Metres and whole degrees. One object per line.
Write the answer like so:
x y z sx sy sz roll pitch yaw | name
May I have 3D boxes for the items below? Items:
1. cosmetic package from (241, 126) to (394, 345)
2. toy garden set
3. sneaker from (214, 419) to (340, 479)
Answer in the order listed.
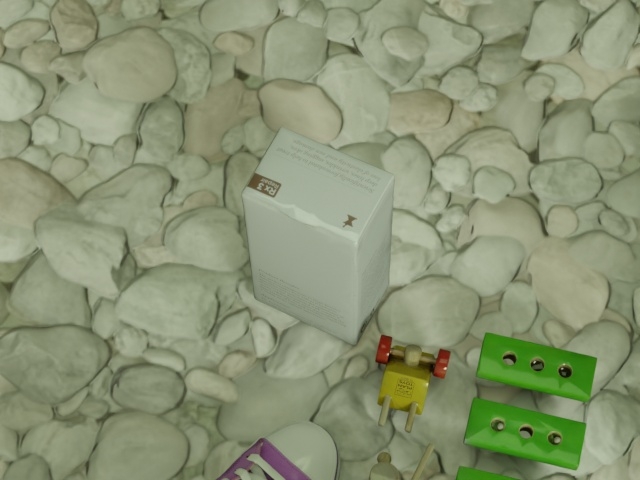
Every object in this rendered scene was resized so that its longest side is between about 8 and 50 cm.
0.000 0.000 1.621 0.117 0.231 0.085 24 66 11 | cosmetic package
0.133 0.204 1.625 0.204 0.049 0.244 13 65 4 | toy garden set
-0.083 0.250 1.538 0.102 0.161 0.282 36 68 18 | sneaker
